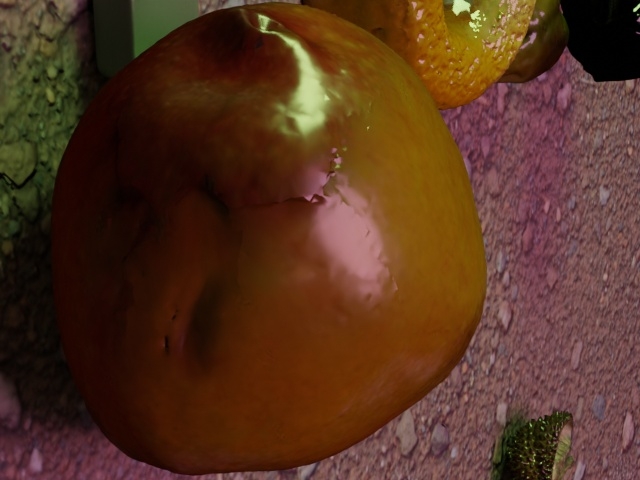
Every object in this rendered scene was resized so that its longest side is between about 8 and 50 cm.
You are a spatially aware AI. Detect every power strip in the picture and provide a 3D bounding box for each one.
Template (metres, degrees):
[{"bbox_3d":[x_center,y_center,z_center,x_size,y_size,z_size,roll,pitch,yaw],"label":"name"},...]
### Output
[{"bbox_3d":[-0.112,-0.235,1.482,0.145,0.061,0.216,-24,116,-57],"label":"power strip"}]

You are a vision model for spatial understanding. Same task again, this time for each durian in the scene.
[{"bbox_3d":[0.238,0.247,2.187,0.140,0.071,0.110,-62,151,-58],"label":"durian"}]

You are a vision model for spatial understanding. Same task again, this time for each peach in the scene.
[{"bbox_3d":[-0.038,0.002,1.407,0.372,0.290,0.373,-32,152,-19],"label":"peach"}]

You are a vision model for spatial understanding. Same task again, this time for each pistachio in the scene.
[{"bbox_3d":[0.198,-0.224,1.998,0.189,0.100,0.110,-33,145,-49],"label":"pistachio"}]

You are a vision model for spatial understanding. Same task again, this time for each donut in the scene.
[{"bbox_3d":[0.110,-0.257,1.791,0.303,0.110,0.303,-28,125,-47],"label":"donut"}]

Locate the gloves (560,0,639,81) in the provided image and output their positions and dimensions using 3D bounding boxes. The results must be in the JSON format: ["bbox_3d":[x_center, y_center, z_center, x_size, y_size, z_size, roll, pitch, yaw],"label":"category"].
[{"bbox_3d":[0.297,-0.309,2.081,0.152,0.197,0.301,-17,74,-22],"label":"gloves"}]
